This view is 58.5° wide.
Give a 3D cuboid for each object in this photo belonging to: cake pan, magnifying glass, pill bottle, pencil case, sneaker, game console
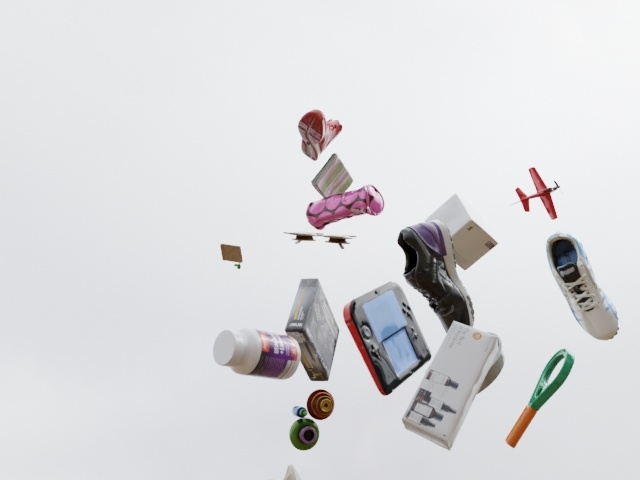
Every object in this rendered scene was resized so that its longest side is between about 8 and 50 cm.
[{"bbox_3d":[0.462,0.408,1.823,0.293,0.293,0.054,-33,-80,22],"label":"cake pan"},{"bbox_3d":[0.451,0.325,1.177,0.026,0.092,0.231,33,-86,6],"label":"magnifying glass"},{"bbox_3d":[-0.148,0.260,1.320,0.108,0.108,0.193,-39,-39,27],"label":"pill bottle"},{"bbox_3d":[0.059,-0.083,1.505,0.209,0.098,0.095,-16,-53,36],"label":"pencil case"},{"bbox_3d":[0.004,-0.334,1.649,0.087,0.128,0.221,38,-21,7],"label":"sneaker"},{"bbox_3d":[0.246,0.100,1.294,0.124,0.283,0.107,-11,-11,-26],"label":"sneaker"},{"bbox_3d":[0.521,0.092,1.158,0.086,0.237,0.085,5,-31,-45],"label":"sneaker"},{"bbox_3d":[0.252,0.338,2.076,0.060,0.342,0.386,-33,-9,36],"label":"game console"}]

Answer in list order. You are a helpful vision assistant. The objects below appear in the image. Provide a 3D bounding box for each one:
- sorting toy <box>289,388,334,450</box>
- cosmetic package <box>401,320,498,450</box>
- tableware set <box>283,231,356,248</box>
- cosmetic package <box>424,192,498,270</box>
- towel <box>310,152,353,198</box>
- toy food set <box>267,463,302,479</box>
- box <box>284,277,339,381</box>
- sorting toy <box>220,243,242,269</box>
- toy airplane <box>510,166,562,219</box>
[{"bbox_3d":[-0.013,0.284,0.909,0.061,0.102,0.042,31,-20,-12],"label":"sorting toy"},{"bbox_3d":[0.262,0.282,1.137,0.099,0.239,0.060,19,-30,30],"label":"cosmetic package"},{"bbox_3d":[0.000,0.000,1.674,0.194,0.039,0.128,5,3,23],"label":"tableware set"},{"bbox_3d":[0.480,-0.031,1.962,0.151,0.183,0.151,36,-67,-26],"label":"cosmetic package"},{"bbox_3d":[0.039,-0.167,1.622,0.113,0.023,0.152,-52,-33,-5],"label":"towel"},{"bbox_3d":[-0.158,0.626,1.244,0.306,0.092,0.219,-23,-67,3],"label":"toy food set"},{"bbox_3d":[-0.017,0.246,1.570,0.056,0.183,0.231,-5,-48,19],"label":"box"},{"bbox_3d":[-0.252,0.046,1.635,0.062,0.012,0.083,5,-58,16],"label":"sorting toy"},{"bbox_3d":[0.552,-0.118,1.458,0.151,0.151,0.028,1,-13,-11],"label":"toy airplane"}]
